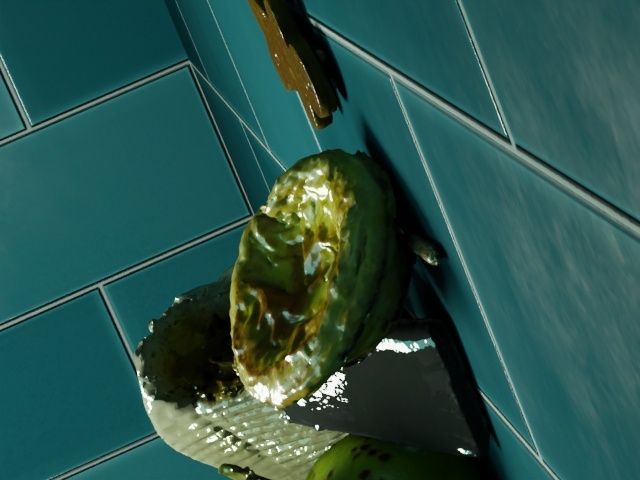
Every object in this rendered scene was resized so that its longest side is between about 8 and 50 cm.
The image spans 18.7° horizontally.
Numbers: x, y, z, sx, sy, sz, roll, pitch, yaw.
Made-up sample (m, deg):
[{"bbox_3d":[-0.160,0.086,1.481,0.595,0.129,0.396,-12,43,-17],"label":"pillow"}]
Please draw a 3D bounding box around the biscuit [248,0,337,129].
[{"bbox_3d":[-0.019,-0.167,1.779,0.205,0.031,0.138,-124,11,-66],"label":"biscuit"}]

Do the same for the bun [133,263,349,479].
[{"bbox_3d":[-0.038,0.121,2.061,0.281,0.281,0.205,72,-156,-50],"label":"bun"}]

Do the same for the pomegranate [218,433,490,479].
[{"bbox_3d":[0.036,0.288,1.902,0.231,0.286,0.231,-2,-90,-90],"label":"pomegranate"}]

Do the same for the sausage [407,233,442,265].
[{"bbox_3d":[0.084,0.007,1.578,0.100,0.015,0.015,-135,21,-78],"label":"sausage"}]

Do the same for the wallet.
[{"bbox_3d":[0.036,0.125,1.797,0.285,0.030,0.146,5,123,49],"label":"wallet"}]

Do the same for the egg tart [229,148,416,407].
[{"bbox_3d":[0.005,0.035,1.693,0.106,0.241,0.241,18,-157,-29],"label":"egg tart"}]
